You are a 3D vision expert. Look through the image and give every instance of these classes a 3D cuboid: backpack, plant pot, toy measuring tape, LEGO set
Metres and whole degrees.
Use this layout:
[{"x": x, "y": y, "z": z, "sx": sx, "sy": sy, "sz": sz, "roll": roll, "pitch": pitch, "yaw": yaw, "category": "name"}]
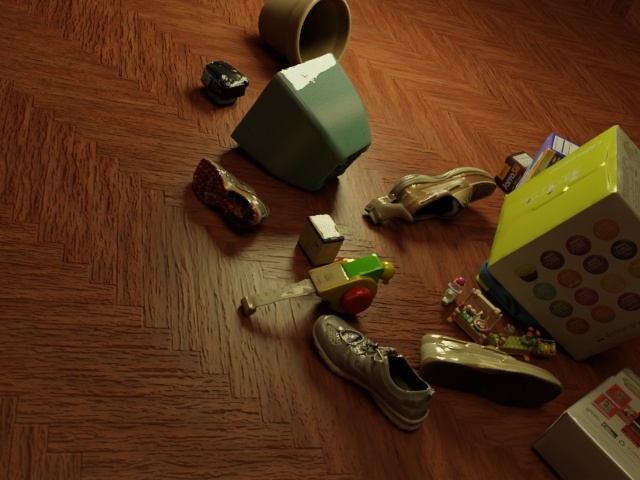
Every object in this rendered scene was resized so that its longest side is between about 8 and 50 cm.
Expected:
[{"x": -0.273, "y": -0.435, "z": 1.897, "sx": 0.114, "sy": 0.084, "sz": 0.105, "roll": 44, "pitch": 42, "yaw": 16, "category": "backpack"}, {"x": -0.069, "y": -0.669, "z": 2.171, "sx": 0.229, "sy": 0.263, "sz": 0.263, "roll": 26, "pitch": 35, "yaw": 33, "category": "plant pot"}, {"x": -0.021, "y": -0.277, "z": 1.735, "sx": 0.252, "sy": 0.248, "sz": 0.247, "roll": 50, "pitch": 43, "yaw": 3, "category": "plant pot"}, {"x": 0.002, "y": 0.115, "z": 1.430, "sx": 0.330, "sy": 0.121, "sz": 0.121, "roll": -17, "pitch": 51, "yaw": -11, "category": "toy measuring tape"}, {"x": 0.405, "y": 0.181, "z": 1.525, "sx": 0.287, "sy": 0.107, "sz": 0.132, "roll": 31, "pitch": 40, "yaw": 8, "category": "LEGO set"}]

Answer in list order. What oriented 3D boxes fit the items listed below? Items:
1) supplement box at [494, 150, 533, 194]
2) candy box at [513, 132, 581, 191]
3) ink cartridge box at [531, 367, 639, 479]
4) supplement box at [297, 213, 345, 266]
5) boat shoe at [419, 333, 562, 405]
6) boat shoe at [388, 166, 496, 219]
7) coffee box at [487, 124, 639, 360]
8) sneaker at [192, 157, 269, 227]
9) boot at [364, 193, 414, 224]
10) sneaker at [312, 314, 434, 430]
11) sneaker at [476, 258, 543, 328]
[{"x": 0.618, "y": -0.164, "z": 2.024, "sx": 0.081, "sy": 0.104, "sz": 0.188, "roll": -17, "pitch": 54, "yaw": -39, "category": "supplement box"}, {"x": 0.691, "y": -0.094, "z": 1.852, "sx": 0.317, "sy": 0.268, "sz": 0.122, "roll": 28, "pitch": 35, "yaw": 6, "category": "candy box"}, {"x": 0.623, "y": 0.433, "z": 1.332, "sx": 0.272, "sy": 0.130, "sz": 0.309, "roll": -16, "pitch": 54, "yaw": -41, "category": "ink cartridge box"}, {"x": 0.000, "y": 0.000, "z": 1.543, "sx": 0.056, "sy": 0.083, "sz": 0.083, "roll": -8, "pitch": 49, "yaw": -34, "category": "supplement box"}, {"x": 0.350, "y": 0.260, "z": 1.414, "sx": 0.302, "sy": 0.109, "sz": 0.098, "roll": 13, "pitch": 41, "yaw": -5, "category": "boat shoe"}, {"x": 0.337, "y": -0.110, "z": 1.823, "sx": 0.324, "sy": 0.123, "sz": 0.116, "roll": -11, "pitch": 54, "yaw": -23, "category": "boat shoe"}, {"x": 0.638, "y": 0.004, "z": 1.588, "sx": 0.334, "sy": 0.337, "sz": 0.338, "roll": 45, "pitch": 38, "yaw": -10, "category": "coffee box"}, {"x": -0.209, "y": -0.106, "z": 1.575, "sx": 0.225, "sy": 0.088, "sz": 0.093, "roll": 44, "pitch": 23, "yaw": 23, "category": "sneaker"}, {"x": 0.169, "y": -0.066, "z": 1.718, "sx": 0.087, "sy": 0.042, "sz": 0.118, "roll": -31, "pitch": 51, "yaw": -8, "category": "boot"}, {"x": 0.108, "y": 0.227, "z": 1.316, "sx": 0.281, "sy": 0.115, "sz": 0.105, "roll": 38, "pitch": 41, "yaw": 17, "category": "sneaker"}, {"x": 0.470, "y": 0.123, "z": 1.645, "sx": 0.209, "sy": 0.082, "sz": 0.069, "roll": 44, "pitch": 41, "yaw": 21, "category": "sneaker"}]
